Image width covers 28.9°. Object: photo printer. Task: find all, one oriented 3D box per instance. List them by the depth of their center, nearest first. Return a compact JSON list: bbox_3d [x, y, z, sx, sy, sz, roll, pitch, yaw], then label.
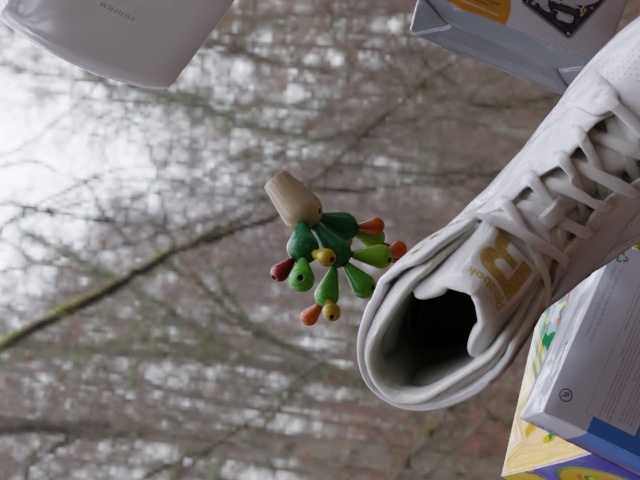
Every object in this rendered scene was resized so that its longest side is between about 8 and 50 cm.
[{"bbox_3d":[-0.235,-0.322,1.503,0.307,0.256,0.107,-44,33,41],"label":"photo printer"}]

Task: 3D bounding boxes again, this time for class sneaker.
[{"bbox_3d":[0.135,-0.011,0.682,0.292,0.108,0.169,-49,-4,34],"label":"sneaker"}]

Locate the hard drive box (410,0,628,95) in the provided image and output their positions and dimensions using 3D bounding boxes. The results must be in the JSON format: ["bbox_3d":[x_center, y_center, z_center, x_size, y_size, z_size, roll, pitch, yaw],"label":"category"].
[{"bbox_3d":[0.213,-0.278,1.181,0.089,0.181,0.232,98,-165,-73],"label":"hard drive box"}]

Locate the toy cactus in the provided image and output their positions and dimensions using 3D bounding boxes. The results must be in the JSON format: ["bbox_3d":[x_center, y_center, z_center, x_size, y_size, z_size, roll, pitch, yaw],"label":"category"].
[{"bbox_3d":[0.000,0.000,1.467,0.219,0.180,0.112,-30,-12,-48],"label":"toy cactus"}]

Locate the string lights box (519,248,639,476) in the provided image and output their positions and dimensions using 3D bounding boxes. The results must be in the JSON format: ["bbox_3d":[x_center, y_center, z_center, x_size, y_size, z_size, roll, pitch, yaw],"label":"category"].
[{"bbox_3d":[0.287,0.119,0.862,0.133,0.259,0.077,-63,-2,-13],"label":"string lights box"}]

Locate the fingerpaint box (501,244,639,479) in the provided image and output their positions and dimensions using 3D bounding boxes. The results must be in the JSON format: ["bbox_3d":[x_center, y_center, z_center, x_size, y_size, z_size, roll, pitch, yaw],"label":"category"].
[{"bbox_3d":[0.452,0.183,1.407,0.163,0.444,0.371,-31,34,53],"label":"fingerpaint box"}]
